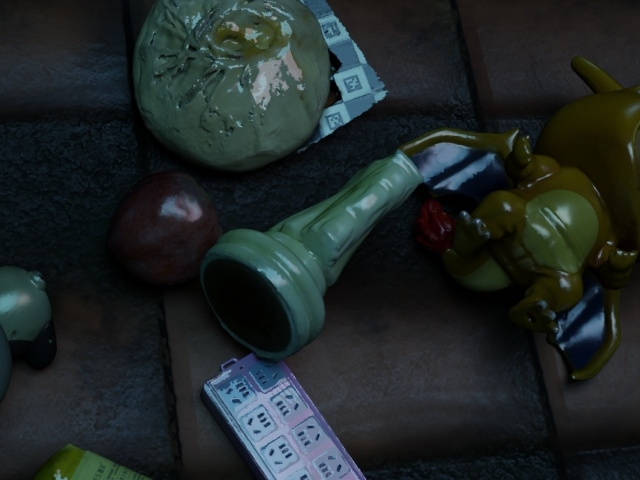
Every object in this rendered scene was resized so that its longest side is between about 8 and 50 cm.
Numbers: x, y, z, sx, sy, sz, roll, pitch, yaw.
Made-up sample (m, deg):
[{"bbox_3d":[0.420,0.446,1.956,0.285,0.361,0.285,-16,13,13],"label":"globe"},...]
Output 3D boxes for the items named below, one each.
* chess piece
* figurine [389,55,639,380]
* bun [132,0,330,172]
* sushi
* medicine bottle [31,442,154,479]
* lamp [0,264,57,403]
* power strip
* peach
[{"bbox_3d":[0.000,0.000,1.651,0.176,0.176,0.298,44,57,7],"label":"chess piece"},{"bbox_3d":[0.321,-0.069,1.739,0.401,0.268,0.387,44,64,12],"label":"figurine"},{"bbox_3d":[-0.119,-0.234,1.731,0.287,0.146,0.287,0,78,-1],"label":"bun"},{"bbox_3d":[-0.051,-0.259,1.835,0.193,0.043,0.279,-35,79,-9],"label":"sushi"},{"bbox_3d":[-0.219,0.322,1.484,0.239,0.124,0.124,24,61,-3],"label":"medicine bottle"},{"bbox_3d":[-0.424,0.116,1.498,0.197,0.197,0.244,47,40,9],"label":"lamp"},{"bbox_3d":[-0.036,0.257,1.609,0.109,0.037,0.279,-30,76,-26],"label":"power strip"},{"bbox_3d":[-0.202,-0.018,1.641,0.152,0.152,0.152,6,64,-13],"label":"peach"}]
